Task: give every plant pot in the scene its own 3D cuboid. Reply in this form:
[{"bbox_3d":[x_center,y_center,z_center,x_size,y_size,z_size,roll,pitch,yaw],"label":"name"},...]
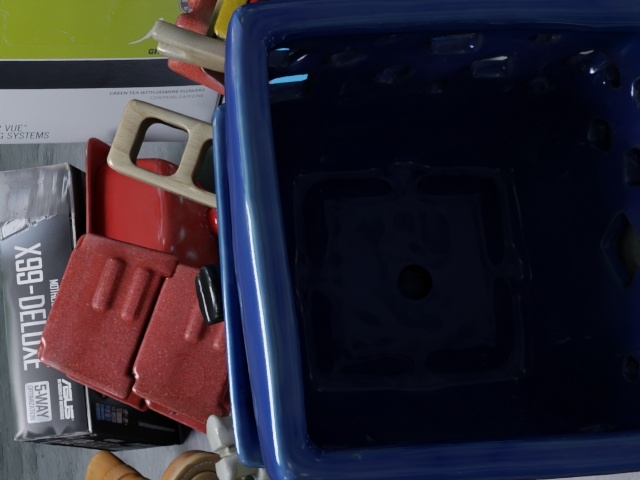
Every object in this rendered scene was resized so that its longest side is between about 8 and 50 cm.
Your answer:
[{"bbox_3d":[0.061,0.010,0.983,0.212,0.236,0.236,144,122,-75],"label":"plant pot"}]

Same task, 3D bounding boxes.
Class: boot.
[{"bbox_3d":[-0.149,0.257,1.770,0.220,0.109,0.283,49,153,45],"label":"boot"}]

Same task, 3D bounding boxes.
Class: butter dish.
[{"bbox_3d":[-0.133,-0.008,1.708,0.160,0.118,0.160,40,-137,-58],"label":"butter dish"}]

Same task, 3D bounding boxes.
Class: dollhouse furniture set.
[{"bbox_3d":[-0.087,-0.040,1.525,0.201,0.152,0.374,93,-164,-84],"label":"dollhouse furniture set"}]

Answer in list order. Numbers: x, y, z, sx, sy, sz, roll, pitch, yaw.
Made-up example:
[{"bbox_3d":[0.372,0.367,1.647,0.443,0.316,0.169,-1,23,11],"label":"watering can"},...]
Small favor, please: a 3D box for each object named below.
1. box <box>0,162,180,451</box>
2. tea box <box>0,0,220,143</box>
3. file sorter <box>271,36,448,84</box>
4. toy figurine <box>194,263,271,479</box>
[{"bbox_3d":[-0.216,0.073,1.798,0.307,0.076,0.242,40,-137,-76],"label":"box"},{"bbox_3d":[-0.246,-0.267,1.654,0.323,0.329,0.220,110,151,-46],"label":"tea box"},{"bbox_3d":[0.034,-0.086,1.220,0.118,0.104,0.170,-122,35,-54],"label":"file sorter"},{"bbox_3d":[0.016,0.111,1.249,0.213,0.148,0.209,-125,27,-54],"label":"toy figurine"}]
